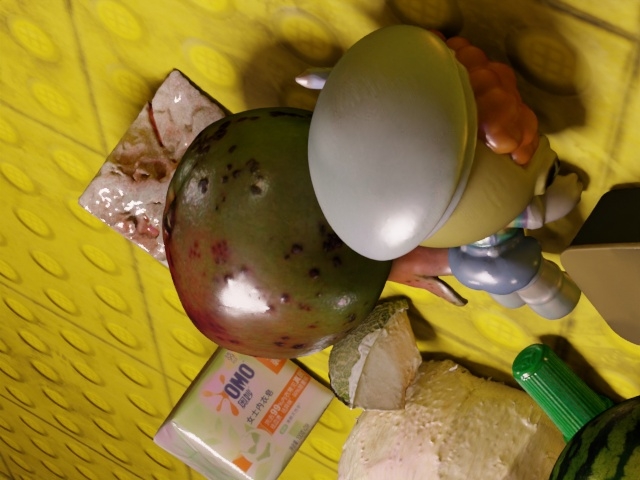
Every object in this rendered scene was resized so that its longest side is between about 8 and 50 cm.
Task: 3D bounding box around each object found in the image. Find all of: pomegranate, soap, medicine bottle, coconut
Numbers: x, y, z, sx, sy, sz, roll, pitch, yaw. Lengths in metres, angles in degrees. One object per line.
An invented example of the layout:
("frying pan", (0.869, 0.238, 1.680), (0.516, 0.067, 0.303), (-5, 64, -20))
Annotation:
("pomegranate", (-0.008, -0.020, 1.554), (0.323, 0.291, 0.291), (-11, 145, 1))
("soap", (-0.113, 0.259, 2.178), (0.182, 0.199, 0.138), (37, 157, -2))
("medicine bottle", (0.335, 0.234, 1.736), (0.309, 0.076, 0.111), (47, 151, -21))
("coconut", (0.169, 0.317, 1.873), (0.297, 0.254, 0.297), (29, 154, 15))

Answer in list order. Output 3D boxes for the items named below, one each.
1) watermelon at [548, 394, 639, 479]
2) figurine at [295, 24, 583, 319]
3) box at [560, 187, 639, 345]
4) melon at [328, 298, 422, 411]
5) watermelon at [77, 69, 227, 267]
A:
("watermelon", (0.379, 0.302, 1.562), (0.285, 0.285, 0.285), (28, 153, 15))
("figurine", (0.144, -0.028, 1.388), (0.382, 0.205, 0.224), (42, 161, -32))
("box", (0.338, 0.022, 1.351), (0.201, 0.090, 0.144), (-4, 134, 53))
("melon", (0.077, 0.130, 1.845), (0.093, 0.202, 0.139), (24, 113, -13))
("watermelon", (-0.160, -0.071, 1.773), (0.310, 0.193, 0.232), (33, 177, 36))
